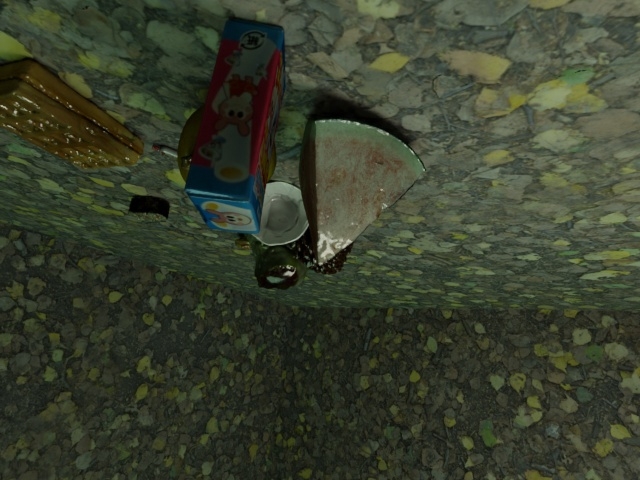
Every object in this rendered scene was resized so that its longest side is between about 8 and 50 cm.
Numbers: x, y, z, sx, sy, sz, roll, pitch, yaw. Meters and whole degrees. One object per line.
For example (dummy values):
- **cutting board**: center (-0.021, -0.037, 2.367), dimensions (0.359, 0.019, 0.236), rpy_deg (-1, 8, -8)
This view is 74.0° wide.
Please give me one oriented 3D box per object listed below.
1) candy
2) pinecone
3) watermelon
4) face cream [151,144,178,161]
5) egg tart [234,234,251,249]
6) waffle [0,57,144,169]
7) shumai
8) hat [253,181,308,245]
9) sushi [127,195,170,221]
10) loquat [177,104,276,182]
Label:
- **candy**: center (-0.126, -0.179, 0.696), dimensions (0.100, 0.306, 0.157), rpy_deg (9, 163, -2)
- **pinecone**: center (0.000, 0.000, 1.372), dimensions (0.221, 0.221, 0.221), rpy_deg (9, 163, 3)
- **watermelon**: center (0.017, -0.131, 0.916), dimensions (0.250, 0.292, 0.283), rpy_deg (48, 150, -16)
- **face cream**: center (-0.412, -0.237, 1.147), dimensions (0.083, 0.021, 0.040), rpy_deg (20, 160, -29)
- **egg tart**: center (-0.307, 0.011, 1.838), dimensions (0.130, 0.052, 0.130), rpy_deg (7, 163, 2)
- **waffle**: center (-0.611, -0.275, 1.007), dimensions (0.224, 0.098, 0.328), rpy_deg (3, 161, 25)
- **shumai**: center (-0.148, 0.061, 1.560), dimensions (0.309, 0.263, 0.304), rpy_deg (10, 161, -3)
- **hat**: center (-0.129, -0.079, 1.292), dimensions (0.203, 0.203, 0.126), rpy_deg (10, 180, -2)
- **sushi**: center (-0.629, -0.113, 1.566), dimensions (0.150, 0.078, 0.090), rpy_deg (5, 163, 12)
- **loquat**: center (-0.201, -0.174, 0.873), dimensions (0.213, 0.213, 0.246), rpy_deg (3, -159, 21)
